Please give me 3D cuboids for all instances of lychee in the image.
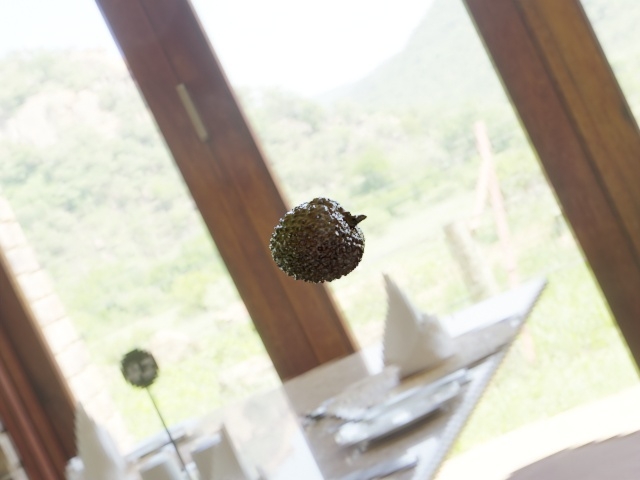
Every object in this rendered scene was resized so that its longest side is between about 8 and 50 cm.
[{"bbox_3d":[0.000,0.000,0.947,0.083,0.068,0.067,-26,-3,23],"label":"lychee"}]
